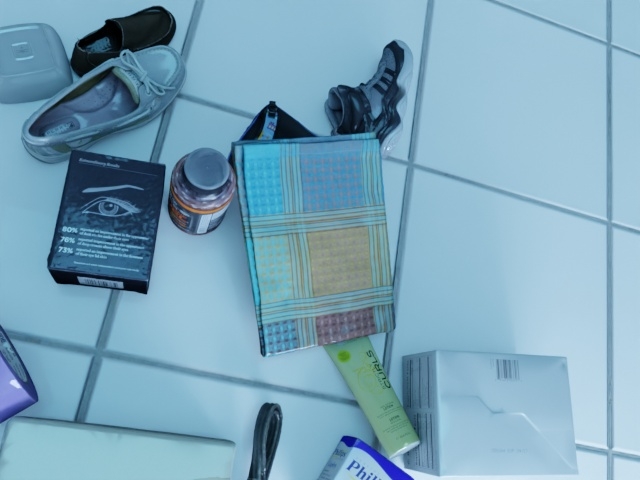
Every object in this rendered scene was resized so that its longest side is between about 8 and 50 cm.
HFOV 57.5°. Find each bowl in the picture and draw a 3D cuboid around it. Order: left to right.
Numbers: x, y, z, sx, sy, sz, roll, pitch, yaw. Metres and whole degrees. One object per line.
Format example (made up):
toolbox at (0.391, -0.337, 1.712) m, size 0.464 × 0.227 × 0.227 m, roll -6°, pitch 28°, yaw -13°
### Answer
bowl at (-0.522, -0.321, 1.029) m, size 0.142 × 0.053 × 0.142 m, roll -17°, pitch 79°, yaw -19°

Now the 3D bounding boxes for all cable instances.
cable at (-0.092, 0.408, 0.919) m, size 0.139 × 0.072 × 0.287 m, roll 60°, pitch 42°, yaw -41°

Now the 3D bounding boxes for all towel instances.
towel at (0.000, 0.000, 1.020) m, size 0.271 × 0.040 × 0.370 m, roll -8°, pitch 94°, yaw -21°

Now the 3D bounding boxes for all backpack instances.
backpack at (-0.087, -0.138, 1.072) m, size 0.158 × 0.117 × 0.173 m, roll 35°, pitch 70°, yaw -4°

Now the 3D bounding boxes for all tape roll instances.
tape roll at (-0.482, 0.168, 0.819) m, size 0.080 × 0.189 × 0.189 m, roll -31°, pitch 85°, yaw -24°

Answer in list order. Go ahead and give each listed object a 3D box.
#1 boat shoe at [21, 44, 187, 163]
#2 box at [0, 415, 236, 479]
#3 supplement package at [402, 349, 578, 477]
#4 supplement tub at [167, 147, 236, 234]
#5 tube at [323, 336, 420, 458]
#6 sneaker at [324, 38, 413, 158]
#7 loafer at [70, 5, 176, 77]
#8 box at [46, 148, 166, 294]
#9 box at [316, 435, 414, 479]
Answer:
boat shoe at (-0.367, -0.247, 1.016) m, size 0.320 × 0.103 × 0.118 m, roll -36°, pitch 99°, yaw -22°
box at (-0.293, 0.336, 0.853) m, size 0.311 × 0.148 × 0.121 m, roll 11°, pitch 72°, yaw -12°
supplement package at (0.293, 0.306, 1.041) m, size 0.262 × 0.145 × 0.204 m, roll 6°, pitch 73°, yaw -16°
supplement tub at (-0.200, -0.084, 0.977) m, size 0.106 × 0.198 × 0.106 m, roll 5°, pitch 72°, yaw -15°
tube at (0.088, 0.258, 1.026) m, size 0.070 × 0.062 × 0.240 m, roll 16°, pitch 39°, yaw -53°
sneaker at (0.096, -0.308, 1.187) m, size 0.153 × 0.101 × 0.268 m, roll 15°, pitch 73°, yaw -15°
loafer at (-0.358, -0.374, 1.080) m, size 0.220 × 0.078 × 0.080 m, roll -42°, pitch 89°, yaw -23°
box at (-0.346, -0.028, 0.964) m, size 0.153 × 0.108 × 0.207 m, roll 9°, pitch 71°, yaw -14°
box at (0.064, 0.421, 0.976) m, size 0.126 × 0.072 × 0.137 m, roll 37°, pitch 66°, yaw -4°
